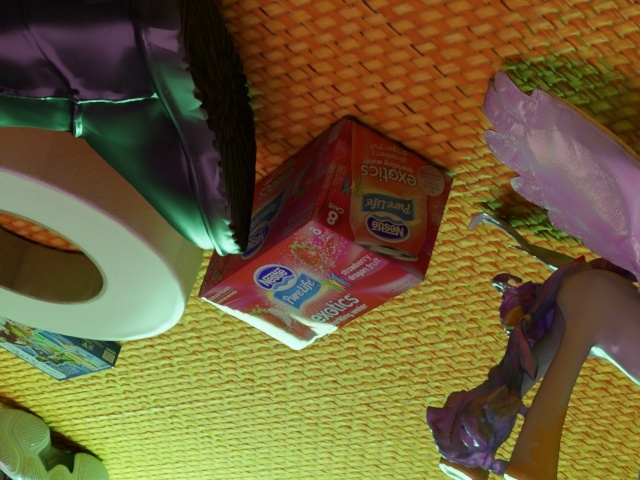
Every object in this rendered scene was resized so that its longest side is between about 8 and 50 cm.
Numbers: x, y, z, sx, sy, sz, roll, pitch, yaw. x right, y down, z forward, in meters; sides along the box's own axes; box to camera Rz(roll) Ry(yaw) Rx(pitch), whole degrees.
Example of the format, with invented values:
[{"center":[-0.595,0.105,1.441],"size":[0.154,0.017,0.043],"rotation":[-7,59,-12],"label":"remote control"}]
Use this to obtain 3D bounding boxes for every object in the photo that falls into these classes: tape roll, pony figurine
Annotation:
[{"center":[-0.324,-0.012,1.805],"size":[0.392,0.072,0.392],"rotation":[14,153,7],"label":"tape roll"},{"center":[0.249,0.063,1.384],"size":[0.351,0.363,0.303],"rotation":[27,163,17],"label":"pony figurine"}]

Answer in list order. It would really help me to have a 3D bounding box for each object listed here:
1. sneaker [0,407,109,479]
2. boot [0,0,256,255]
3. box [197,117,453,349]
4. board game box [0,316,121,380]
[{"center":[-0.460,0.341,2.483],"size":[0.153,0.101,0.268],"rotation":[-10,144,38],"label":"sneaker"},{"center":[-0.299,-0.120,1.435],"size":[0.445,0.146,0.367],"rotation":[-1,143,10],"label":"boot"},{"center":[0.000,0.000,1.579],"size":[0.128,0.122,0.257],"rotation":[29,150,-18],"label":"box"},{"center":[-0.375,0.114,2.097],"size":[0.201,0.035,0.136],"rotation":[36,147,-30],"label":"board game box"}]
